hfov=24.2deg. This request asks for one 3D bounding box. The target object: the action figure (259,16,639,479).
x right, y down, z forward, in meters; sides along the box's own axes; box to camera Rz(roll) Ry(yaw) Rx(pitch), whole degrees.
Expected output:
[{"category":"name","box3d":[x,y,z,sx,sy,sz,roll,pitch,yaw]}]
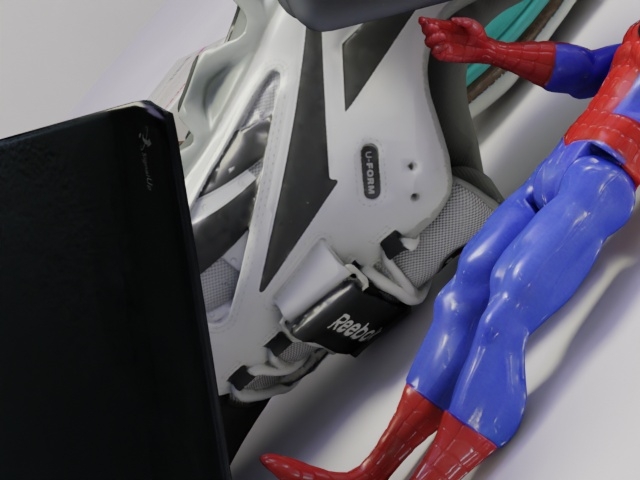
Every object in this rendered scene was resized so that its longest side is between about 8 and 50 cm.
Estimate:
[{"category":"action figure","box3d":[0.063,-0.033,0.532,0.280,0.139,0.091,-49,16,-6]}]

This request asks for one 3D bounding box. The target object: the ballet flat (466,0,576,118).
[{"category":"ballet flat","box3d":[0.114,-0.215,0.812,0.400,0.139,0.139,-65,16,1]}]

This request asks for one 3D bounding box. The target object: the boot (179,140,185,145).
[{"category":"boot","box3d":[-0.144,0.015,1.056,0.305,0.112,0.115,-41,7,35]}]

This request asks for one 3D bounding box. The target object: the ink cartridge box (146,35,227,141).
[{"category":"ink cartridge box","box3d":[-0.078,-0.084,1.115,0.092,0.090,0.143,-54,17,-14]}]

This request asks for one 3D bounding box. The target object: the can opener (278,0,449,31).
[{"category":"can opener","box3d":[0.112,-0.152,0.584,0.280,0.093,0.074,-19,15,-4]}]

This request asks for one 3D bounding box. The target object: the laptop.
[{"category":"laptop","box3d":[-0.093,0.080,0.607,0.136,0.234,0.264,-9,-2,1]}]

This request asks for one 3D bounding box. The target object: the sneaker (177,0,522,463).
[{"category":"sneaker","box3d":[0.000,0.000,0.660,0.331,0.146,0.122,-70,-16,11]}]
